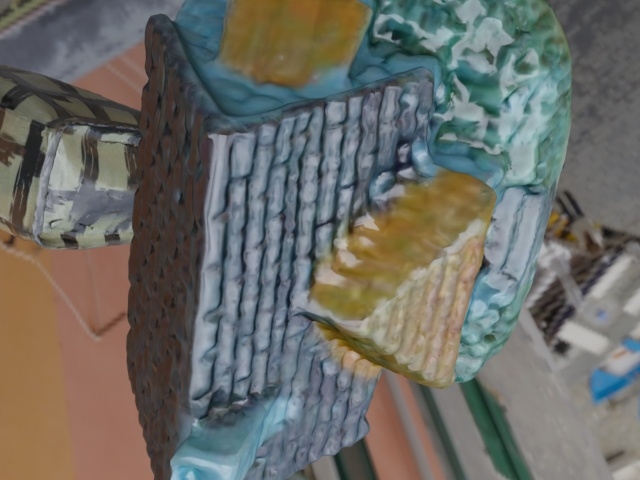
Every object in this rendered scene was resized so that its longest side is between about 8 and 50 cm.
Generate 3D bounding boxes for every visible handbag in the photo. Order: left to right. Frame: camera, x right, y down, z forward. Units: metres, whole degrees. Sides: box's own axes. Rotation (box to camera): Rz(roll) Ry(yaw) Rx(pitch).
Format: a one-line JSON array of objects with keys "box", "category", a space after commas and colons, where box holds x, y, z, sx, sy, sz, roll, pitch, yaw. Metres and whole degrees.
[{"box": [-0.283, -0.101, 1.430, 0.327, 0.325, 0.163, 0, 108, -51], "category": "handbag"}]

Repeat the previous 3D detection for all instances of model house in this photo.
[{"box": [0.000, 0.000, 0.669, 0.225, 0.241, 0.261, 12, 119, 10], "category": "model house"}]
